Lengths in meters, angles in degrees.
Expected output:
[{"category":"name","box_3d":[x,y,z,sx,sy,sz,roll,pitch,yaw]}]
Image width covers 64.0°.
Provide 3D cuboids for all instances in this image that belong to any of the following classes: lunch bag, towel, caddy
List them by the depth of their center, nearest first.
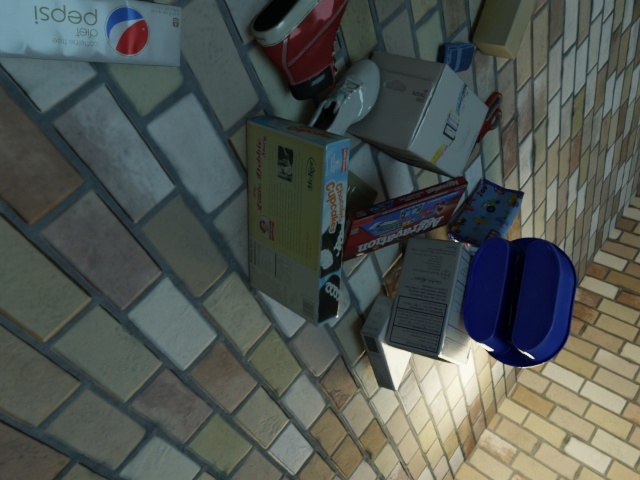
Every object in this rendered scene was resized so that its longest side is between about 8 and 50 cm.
[{"category":"towel","box_3d":[0.315,-0.425,1.194,0.119,0.029,0.067,-23,127,-41]},{"category":"caddy","box_3d":[0.507,0.147,1.304,0.179,0.241,0.342,26,75,-51]},{"category":"lunch bag","box_3d":[0.516,-0.008,1.598,0.221,0.138,0.293,-54,150,-17]}]

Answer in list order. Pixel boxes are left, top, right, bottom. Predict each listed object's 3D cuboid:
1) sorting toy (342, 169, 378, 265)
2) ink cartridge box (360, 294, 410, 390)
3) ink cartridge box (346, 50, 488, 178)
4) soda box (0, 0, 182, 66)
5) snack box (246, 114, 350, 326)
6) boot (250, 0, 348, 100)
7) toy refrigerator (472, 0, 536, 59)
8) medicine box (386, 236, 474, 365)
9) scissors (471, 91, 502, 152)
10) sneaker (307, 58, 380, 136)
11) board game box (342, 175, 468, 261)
[{"category":"sorting toy","box_3d":[0.000,0.000,1.066,0.229,0.041,0.308,28,89,-56]},{"category":"ink cartridge box","box_3d":[0.206,0.243,1.420,0.239,0.060,0.275,-59,145,-35]},{"category":"ink cartridge box","box_3d":[0.197,-0.248,1.041,0.232,0.171,0.168,14,100,-51]},{"category":"soda box","box_3d":[-0.270,-0.245,0.586,0.216,0.069,0.074,-15,121,-43]},{"category":"snack box","box_3d":[-0.045,-0.033,0.869,0.060,0.187,0.322,-23,127,-40]},{"category":"boot","box_3d":[0.015,-0.356,0.844,0.244,0.088,0.176,-49,140,-7]},{"category":"toy refrigerator","box_3d":[0.457,-0.587,1.220,0.102,0.094,0.270,2,110,-57]},{"category":"medicine box","box_3d":[0.317,0.168,1.369,0.263,0.149,0.290,31,71,-55]},{"category":"scissors","box_3d":[0.422,-0.281,1.410,0.297,0.021,0.109,-50,142,-15]},{"category":"sneaker","box_3d":[0.039,-0.246,0.914,0.212,0.080,0.094,-57,166,-7]},{"category":"board game box","box_3d":[0.171,-0.044,1.077,0.281,0.027,0.145,-19,150,-21]}]
